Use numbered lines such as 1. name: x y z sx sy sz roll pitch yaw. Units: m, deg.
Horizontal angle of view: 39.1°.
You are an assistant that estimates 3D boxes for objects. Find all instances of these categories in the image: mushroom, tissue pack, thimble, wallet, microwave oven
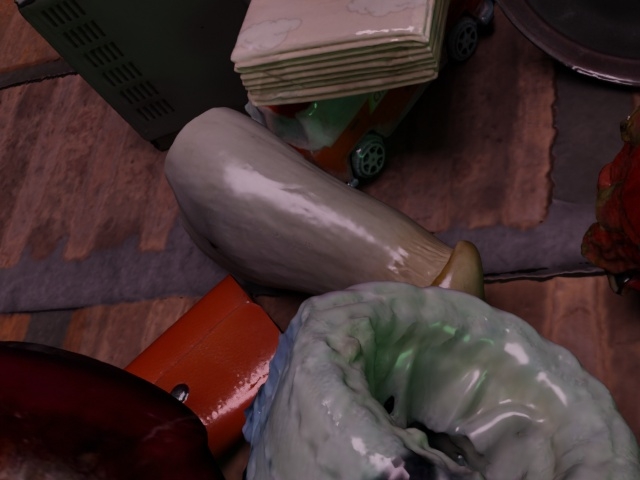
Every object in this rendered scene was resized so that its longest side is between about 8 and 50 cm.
1. mushroom: 0.000 0.000 0.761 0.329 0.159 0.122 29 81 29
2. tissue pack: 0.039 -0.266 0.794 0.170 0.071 0.325 -2 54 23
3. thimble: 0.064 0.134 0.558 0.237 0.237 0.150 53 130 40
4. wallet: -0.119 0.135 0.783 0.204 0.045 0.142 -42 49 -2
5. microwave oven: -0.170 -0.323 0.967 0.218 0.286 0.355 -18 57 18

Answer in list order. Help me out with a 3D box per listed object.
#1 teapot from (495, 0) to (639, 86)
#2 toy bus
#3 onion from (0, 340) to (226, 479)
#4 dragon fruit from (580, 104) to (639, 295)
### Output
1. teapot: 0.335 -0.299 0.745 0.315 0.233 0.312 29 68 8
2. toy bus: 0.039 -0.170 0.854 0.121 0.120 0.265 28 74 39
3. onion: -0.223 0.305 0.578 0.398 0.398 0.420 51 128 40
4. dragon fruit: 0.298 -0.030 0.548 0.299 0.244 0.244 -26 47 41
